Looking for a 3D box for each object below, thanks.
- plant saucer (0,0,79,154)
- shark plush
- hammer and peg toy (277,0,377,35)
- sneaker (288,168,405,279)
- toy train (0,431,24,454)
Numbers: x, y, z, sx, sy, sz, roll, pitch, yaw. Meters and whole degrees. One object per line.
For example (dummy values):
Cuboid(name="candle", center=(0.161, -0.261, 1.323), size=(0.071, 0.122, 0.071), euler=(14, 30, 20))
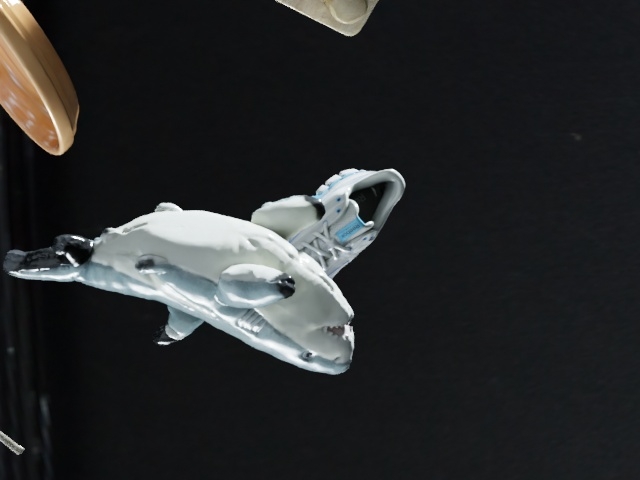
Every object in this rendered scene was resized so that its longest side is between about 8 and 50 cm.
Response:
Cuboid(name="plant saucer", center=(-0.271, -0.165, 1.231), size=(0.037, 0.200, 0.200), euler=(-36, -111, -17))
Cuboid(name="shark plush", center=(-0.065, 0.026, 0.635), size=(0.161, 0.073, 0.067), euler=(0, -56, 0))
Cuboid(name="hammer and peg toy", center=(0.016, -0.389, 1.280), size=(0.266, 0.127, 0.361), euler=(25, -72, -20))
Cuboid(name="sneaker", center=(0.000, 0.000, 1.178), size=(0.071, 0.191, 0.083), euler=(47, -25, -12))
Cuboid(name="toy train", center=(-0.325, 0.088, 0.907), size=(0.143, 0.248, 0.105), euler=(-11, -130, 49))
